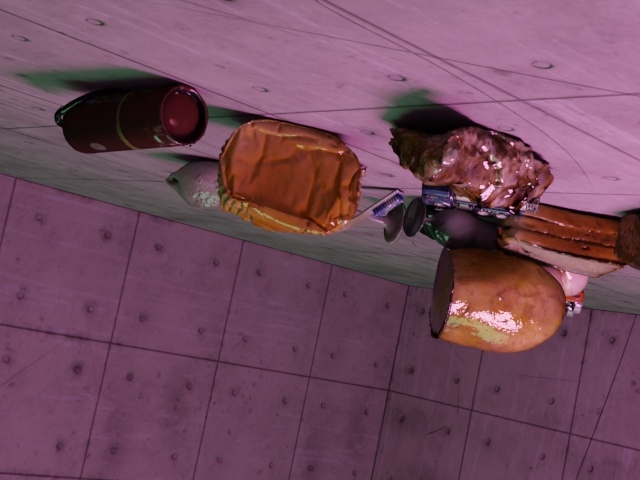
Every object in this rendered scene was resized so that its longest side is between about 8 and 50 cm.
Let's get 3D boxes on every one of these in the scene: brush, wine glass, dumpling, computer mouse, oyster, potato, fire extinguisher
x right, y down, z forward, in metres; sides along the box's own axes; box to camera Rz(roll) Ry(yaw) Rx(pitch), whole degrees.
[{"bbox_3d":[0.105,-0.053,2.146,0.178,0.030,0.033,-33,163,27],"label":"brush"},{"bbox_3d":[0.286,-0.026,2.191,0.202,0.092,0.093,16,173,-25],"label":"wine glass"},{"bbox_3d":[-0.240,-0.119,2.249,0.219,0.108,0.153,11,175,33],"label":"dumpling"},{"bbox_3d":[0.269,-0.033,2.313,0.106,0.062,0.192,8,175,29],"label":"computer mouse"},{"bbox_3d":[0.196,-0.109,1.509,0.204,0.110,0.396,11,179,34],"label":"oyster"},{"bbox_3d":[0.376,0.129,2.120,0.266,0.229,0.229,10,174,0],"label":"potato"},{"bbox_3d":[0.000,0.000,2.240,0.310,0.264,0.096,14,-159,-22],"label":"wine glass"},{"bbox_3d":[-0.318,-0.193,1.665,0.341,0.105,0.141,2,168,45],"label":"fire extinguisher"}]

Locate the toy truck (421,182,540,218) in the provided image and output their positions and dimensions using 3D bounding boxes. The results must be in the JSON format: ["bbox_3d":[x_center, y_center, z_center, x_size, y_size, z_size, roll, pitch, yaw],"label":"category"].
[{"bbox_3d":[0.272,-0.084,1.728,0.202,0.074,0.088,10,169,11],"label":"toy truck"}]

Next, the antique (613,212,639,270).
[{"bbox_3d":[0.617,0.012,1.755,0.125,0.150,0.284,12,-177,-11],"label":"antique"}]

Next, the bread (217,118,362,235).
[{"bbox_3d":[-0.051,-0.100,1.711,0.250,0.178,0.133,12,179,-5],"label":"bread"}]

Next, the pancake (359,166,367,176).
[{"bbox_3d":[-0.046,-0.141,1.921,0.257,0.056,0.212,-3,174,39],"label":"pancake"}]

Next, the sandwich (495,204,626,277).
[{"bbox_3d":[0.480,0.000,2.043,0.249,0.095,0.273,12,175,7],"label":"sandwich"}]

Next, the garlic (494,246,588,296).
[{"bbox_3d":[0.464,0.062,2.267,0.281,0.184,0.203,9,158,27],"label":"garlic"}]

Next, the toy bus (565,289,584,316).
[{"bbox_3d":[0.605,0.112,2.629,0.143,0.153,0.329,9,176,11],"label":"toy bus"}]
